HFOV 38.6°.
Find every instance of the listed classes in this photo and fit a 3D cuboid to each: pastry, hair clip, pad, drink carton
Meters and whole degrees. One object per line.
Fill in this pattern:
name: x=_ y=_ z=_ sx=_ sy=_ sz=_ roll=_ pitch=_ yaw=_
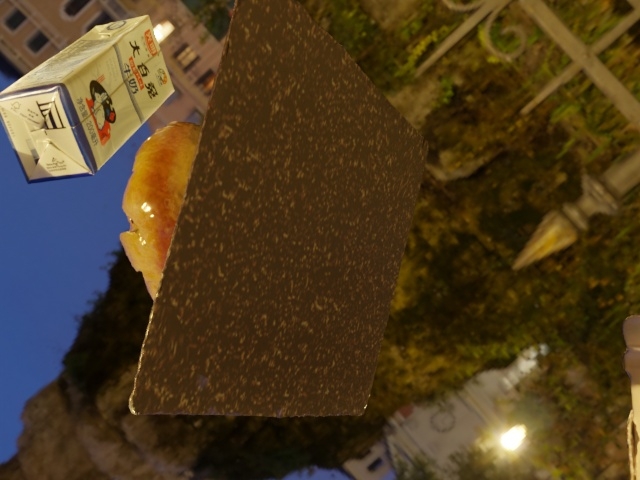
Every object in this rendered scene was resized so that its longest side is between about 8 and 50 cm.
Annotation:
pastry: x=-0.194 y=-0.027 z=1.552 sx=0.356 sy=0.164 sz=0.356 roll=27 pitch=-121 yaw=-58
hair clip: x=0.316 y=0.187 z=0.889 sx=0.072 sy=0.034 sz=0.226 roll=21 pitch=-112 yaw=-63
pad: x=0.000 y=0.000 z=0.557 sx=0.004 sy=0.220 sz=0.330 roll=12 pitch=174 yaw=23
drink carton: x=-0.314 y=-0.204 z=1.277 sx=0.315 sy=0.107 sz=0.130 roll=-66 pitch=-34 yaw=-58
